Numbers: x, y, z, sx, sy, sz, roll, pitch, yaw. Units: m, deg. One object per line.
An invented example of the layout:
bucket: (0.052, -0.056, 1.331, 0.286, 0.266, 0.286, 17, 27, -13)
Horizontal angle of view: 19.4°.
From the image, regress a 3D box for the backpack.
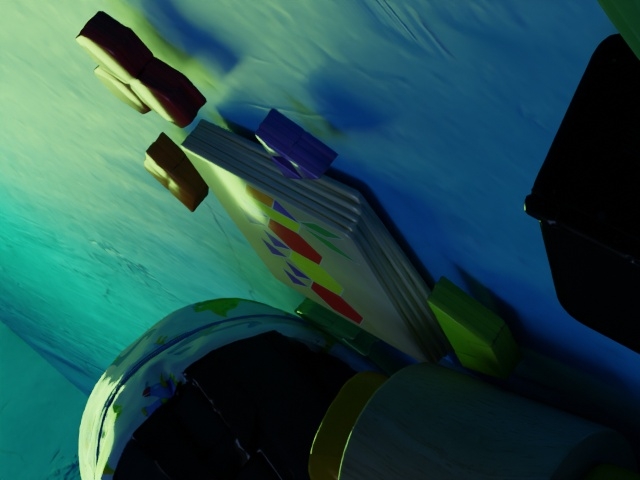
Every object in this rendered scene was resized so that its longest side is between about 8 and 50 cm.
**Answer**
backpack: (-0.019, 0.210, 1.338, 0.355, 0.290, 0.273, 50, 178, -30)

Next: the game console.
game console: (0.141, 0.000, 0.659, 0.122, 0.107, 0.071, 28, -171, 32)

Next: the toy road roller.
toy road roller: (0.112, 0.245, 1.111, 0.202, 0.241, 0.329, 18, 162, 38)

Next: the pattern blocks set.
pattern blocks set: (0.000, 0.000, 1.111, 0.285, 0.026, 0.325, 31, 165, 25)

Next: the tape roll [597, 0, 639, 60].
tape roll: (0.187, -0.053, 0.369, 0.321, 0.077, 0.321, 35, 166, 10)
